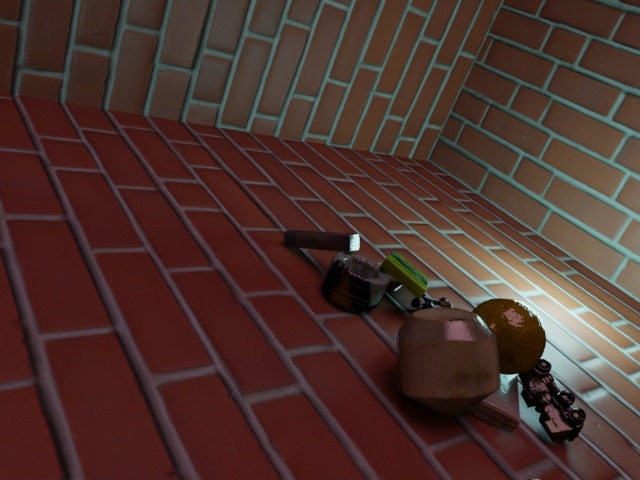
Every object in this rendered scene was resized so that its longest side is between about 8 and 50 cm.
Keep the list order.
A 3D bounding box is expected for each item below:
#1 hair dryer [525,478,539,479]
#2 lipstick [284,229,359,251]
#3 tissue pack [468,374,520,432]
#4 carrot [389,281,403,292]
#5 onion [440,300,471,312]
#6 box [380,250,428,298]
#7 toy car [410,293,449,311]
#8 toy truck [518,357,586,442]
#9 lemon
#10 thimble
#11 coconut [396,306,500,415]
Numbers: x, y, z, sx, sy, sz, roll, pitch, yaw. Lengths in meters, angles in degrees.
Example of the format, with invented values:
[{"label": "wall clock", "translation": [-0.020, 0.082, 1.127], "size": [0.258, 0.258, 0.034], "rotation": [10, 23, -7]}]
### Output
[{"label": "hair dryer", "translation": [0.400, 0.625, 1.256], "size": [0.279, 0.134, 0.090], "rotation": [6, 27, -12]}, {"label": "lipstick", "translation": [0.000, 0.000, 2.093], "size": [0.318, 0.066, 0.068], "rotation": [4, 7, 37]}, {"label": "tissue pack", "translation": [0.554, 0.466, 1.769], "size": [0.170, 0.071, 0.325], "rotation": [28, 24, 7]}, {"label": "carrot", "translation": [0.325, 0.181, 2.213], "size": [0.037, 0.037, 0.190], "rotation": [36, 30, 27]}, {"label": "onion", "translation": [0.475, 0.309, 1.921], "size": [0.178, 0.153, 0.177], "rotation": [13, 25, -6]}, {"label": "box", "translation": [0.329, 0.125, 2.100], "size": [0.187, 0.047, 0.335], "rotation": [40, 10, 8]}, {"label": "toy car", "translation": [0.426, 0.256, 2.095], "size": [0.171, 0.070, 0.080], "rotation": [14, 25, -22]}, {"label": "toy truck", "translation": [0.718, 0.509, 1.741], "size": [0.127, 0.127, 0.257], "rotation": [-10, 44, -8]}, {"label": "lemon", "translation": [0.590, 0.306, 1.743], "size": [0.268, 0.267, 0.267], "rotation": [19, 24, -9]}, {"label": "thimble", "translation": [0.123, 0.144, 1.974], "size": [0.238, 0.150, 0.237], "rotation": [19, 22, -8]}, {"label": "coconut", "translation": [0.366, 0.353, 1.588], "size": [0.323, 0.322, 0.323], "rotation": [19, 24, -9]}]
